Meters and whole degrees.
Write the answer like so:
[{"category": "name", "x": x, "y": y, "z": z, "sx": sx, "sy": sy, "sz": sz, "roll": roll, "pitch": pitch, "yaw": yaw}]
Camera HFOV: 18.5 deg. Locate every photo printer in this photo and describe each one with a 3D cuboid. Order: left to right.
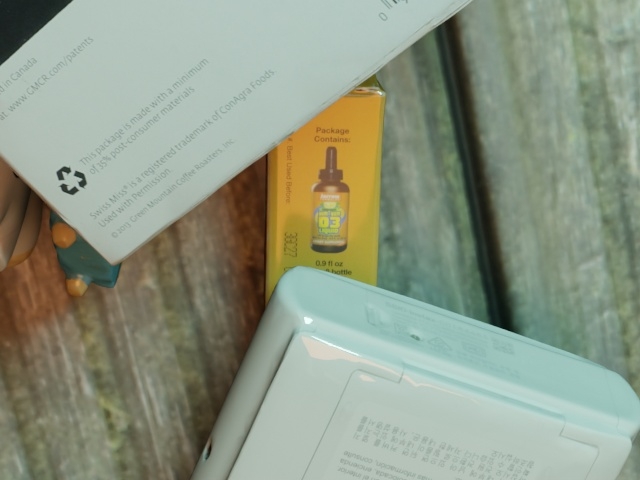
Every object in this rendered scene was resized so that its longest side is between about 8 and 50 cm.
[{"category": "photo printer", "x": 0.036, "y": 0.190, "z": 1.299, "sx": 0.256, "sy": 0.107, "sz": 0.307, "roll": 18, "pitch": 116, "yaw": -11}]

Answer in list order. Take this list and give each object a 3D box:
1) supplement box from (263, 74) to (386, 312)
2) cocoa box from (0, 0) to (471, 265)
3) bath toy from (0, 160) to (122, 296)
[{"category": "supplement box", "x": 0.000, "y": 0.000, "z": 1.320, "sx": 0.078, "sy": 0.080, "sz": 0.233, "roll": 1, "pitch": 111, "yaw": -2}, {"category": "cocoa box", "x": -0.053, "y": -0.200, "z": 1.129, "sx": 0.347, "sy": 0.228, "sz": 0.231, "roll": -36, "pitch": 106, "yaw": 29}, {"category": "bath toy", "x": -0.293, "y": -0.055, "z": 1.275, "sx": 0.348, "sy": 0.129, "sz": 0.151, "roll": 12, "pitch": 151, "yaw": 0}]
